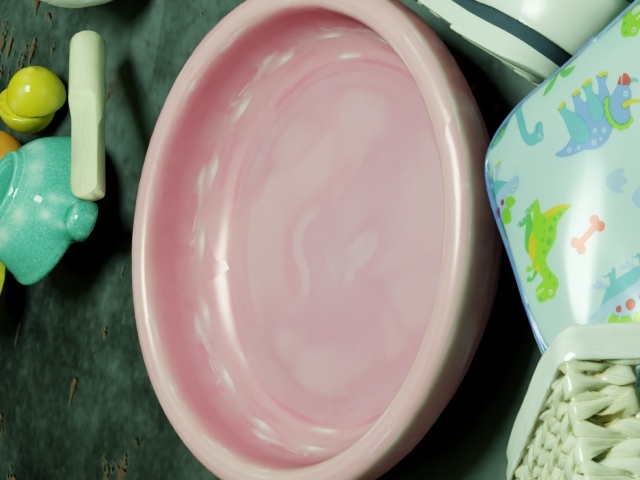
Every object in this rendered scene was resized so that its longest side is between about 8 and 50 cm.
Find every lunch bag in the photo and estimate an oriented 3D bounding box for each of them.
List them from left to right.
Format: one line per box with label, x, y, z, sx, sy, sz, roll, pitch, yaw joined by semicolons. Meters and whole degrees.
lunch bag;0.188;-0.030;0.701;0.219;0.090;0.176;-43;49;36

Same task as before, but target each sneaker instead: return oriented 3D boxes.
sneaker;0.093;-0.172;0.854;0.235;0.090;0.095;42;104;40

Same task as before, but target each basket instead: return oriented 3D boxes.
basket;0.153;0.115;0.648;0.167;0.113;0.103;93;175;-63

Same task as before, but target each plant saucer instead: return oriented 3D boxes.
plant saucer;0.000;0.000;0.928;0.332;0.084;0.332;-7;81;49

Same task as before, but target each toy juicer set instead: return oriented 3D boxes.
toy juicer set;-0.226;-0.062;1.213;0.329;0.089;0.209;-28;46;48

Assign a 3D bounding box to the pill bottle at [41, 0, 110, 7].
pill bottle;-0.255;-0.322;1.201;0.301;0.169;0.169;40;115;44
